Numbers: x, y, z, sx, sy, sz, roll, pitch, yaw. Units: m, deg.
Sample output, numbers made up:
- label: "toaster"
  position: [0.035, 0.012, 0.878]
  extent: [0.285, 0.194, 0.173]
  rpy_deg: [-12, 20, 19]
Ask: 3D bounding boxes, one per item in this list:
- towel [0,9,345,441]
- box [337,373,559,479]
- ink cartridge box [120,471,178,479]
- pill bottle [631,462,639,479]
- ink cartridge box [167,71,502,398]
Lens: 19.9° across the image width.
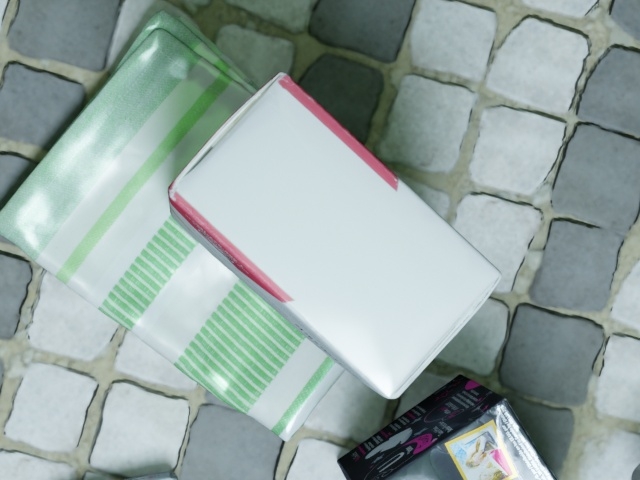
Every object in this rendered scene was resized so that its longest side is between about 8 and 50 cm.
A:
- label: "towel"
  position: [-0.084, -0.011, 1.594]
  extent: [0.325, 0.038, 0.248]
  rpy_deg: [38, 88, -4]
- label: "box"
  position: [0.118, 0.223, 1.505]
  extent: [0.142, 0.247, 0.163]
  rpy_deg: [-34, 92, -2]
- label: "ink cartridge box"
  position: [-0.220, 0.315, 1.574]
  extent: [0.232, 0.066, 0.189]
  rpy_deg: [-11, 89, -8]
- label: "pill bottle"
  position: [0.427, 0.345, 1.540]
  extent: [0.229, 0.229, 0.408]
  rpy_deg: [-26, 92, -4]
- label: "ink cartridge box"
  position: [0.000, 0.000, 1.429]
  extent: [0.226, 0.306, 0.131]
  rpy_deg: [42, 87, -3]
